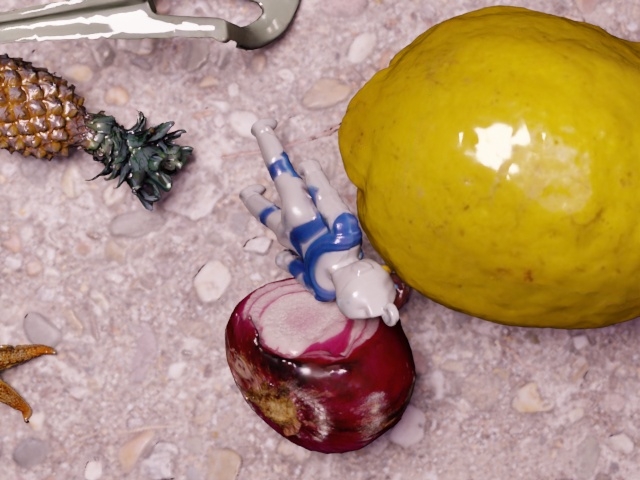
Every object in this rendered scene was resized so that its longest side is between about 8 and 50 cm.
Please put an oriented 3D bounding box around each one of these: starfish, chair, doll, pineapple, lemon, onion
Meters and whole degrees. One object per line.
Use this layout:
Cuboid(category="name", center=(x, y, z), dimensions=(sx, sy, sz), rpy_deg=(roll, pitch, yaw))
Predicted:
Cuboid(category="starfish", center=(-0.312, 0.121, 0.922), dimensions=(0.130, 0.041, 0.133), rpy_deg=(-43, 97, -2))
Cuboid(category="chair", center=(-0.153, -0.260, 0.866), dimensions=(0.275, 0.190, 0.203), rpy_deg=(-2, 94, 1))
Cuboid(category="doll", center=(0.000, 0.000, 0.872), dimensions=(0.057, 0.227, 0.114), rpy_deg=(-9, 135, -32))
Cuboid(category="pineapple", center=(-0.222, -0.100, 0.892), dimensions=(0.221, 0.103, 0.083), rpy_deg=(22, 89, -7))
Cuboid(category="lemon", center=(0.183, -0.054, 0.860), dimensions=(0.316, 0.285, 0.285), rpy_deg=(21, 90, 26))
Cuboid(category="onion", center=(0.016, 0.105, 0.925), dimensions=(0.173, 0.198, 0.135), rpy_deg=(29, 129, 30))
